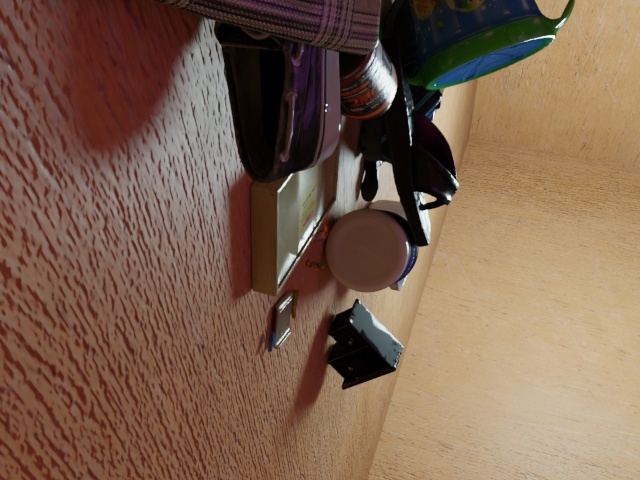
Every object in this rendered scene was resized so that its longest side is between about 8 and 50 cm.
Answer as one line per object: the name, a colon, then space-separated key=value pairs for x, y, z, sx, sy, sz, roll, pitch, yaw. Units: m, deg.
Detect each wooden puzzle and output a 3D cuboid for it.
wooden puzzle: x=-0.060 y=0.122 z=1.117 sx=0.116 sy=0.014 sz=0.079 roll=-36 pitch=133 yaw=-70

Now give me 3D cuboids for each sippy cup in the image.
sippy cup: x=0.250 y=-0.402 z=1.226 sx=0.240 sy=0.305 sz=0.224 roll=159 pitch=-88 yaw=-74

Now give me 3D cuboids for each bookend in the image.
bookend: x=0.064 y=0.223 z=1.534 sx=0.157 sy=0.156 sz=0.072 roll=48 pitch=40 yaw=-17

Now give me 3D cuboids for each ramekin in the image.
ramekin: x=0.152 y=0.004 z=1.649 sx=0.207 sy=0.109 sz=0.207 roll=13 pitch=90 yaw=-77

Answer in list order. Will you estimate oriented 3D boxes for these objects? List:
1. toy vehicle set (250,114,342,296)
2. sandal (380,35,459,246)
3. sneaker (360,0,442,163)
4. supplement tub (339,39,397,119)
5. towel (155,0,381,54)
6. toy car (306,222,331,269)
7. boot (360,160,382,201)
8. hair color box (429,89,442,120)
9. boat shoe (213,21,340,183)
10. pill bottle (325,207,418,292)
toy vehicle set: x=-0.029 y=-0.065 z=1.014 sx=0.267 sy=0.035 sz=0.166 roll=-59 pitch=157 yaw=-52
sandal: x=0.179 y=-0.146 z=1.252 sx=0.446 sy=0.107 sz=0.168 roll=70 pitch=16 yaw=-48
sneaker: x=0.176 y=-0.312 z=1.389 sx=0.125 sy=0.139 sz=0.341 roll=-26 pitch=127 yaw=-70
supplement tub: x=0.045 y=-0.229 z=0.982 sx=0.198 sy=0.106 sz=0.106 roll=26 pitch=78 yaw=-70
towel: x=-0.025 y=-0.316 z=0.514 sx=0.312 sy=0.056 sz=0.324 roll=-1 pitch=103 yaw=-48
toy car: x=0.000 y=0.000 z=1.181 sx=0.122 sy=0.040 sz=0.060 roll=78 pitch=29 yaw=-59
boot: x=0.116 y=-0.149 z=1.529 sx=0.114 sy=0.037 sz=0.106 roll=-61 pitch=161 yaw=-62
hair color box: x=0.256 y=-0.454 z=1.648 sx=0.185 sy=0.110 sz=0.339 roll=88 pitch=22 yaw=-50
boat shoe: x=-0.052 y=-0.203 z=0.656 sx=0.105 sy=0.113 sz=0.306 roll=-31 pitch=131 yaw=-45
pill bottle: x=0.110 y=0.016 z=1.403 sx=0.264 sy=0.153 sz=0.153 roll=-7 pitch=109 yaw=-76
